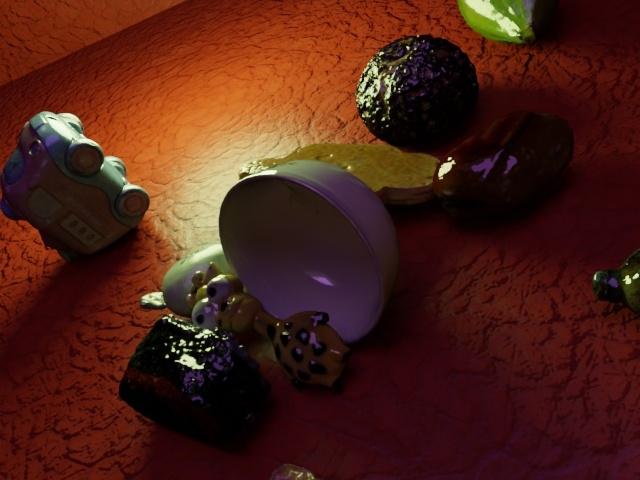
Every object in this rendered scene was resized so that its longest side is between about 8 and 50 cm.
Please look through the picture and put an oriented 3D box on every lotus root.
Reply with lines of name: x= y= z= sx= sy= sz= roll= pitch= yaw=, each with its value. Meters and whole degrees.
lotus root: x=0.423 y=0.048 z=0.727 sx=0.192 sy=0.088 sz=0.113 roll=-9 pitch=34 yaw=22

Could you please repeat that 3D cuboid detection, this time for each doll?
doll: x=-0.083 y=0.121 z=0.889 sx=0.291 sy=0.086 sz=0.117 roll=24 pitch=97 yaw=25
doll: x=-0.165 y=0.055 z=1.034 sx=0.275 sy=0.113 sz=0.155 roll=-36 pitch=19 yaw=-3

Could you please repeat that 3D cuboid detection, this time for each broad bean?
broad bean: x=0.283 y=-0.117 z=0.960 sx=0.228 sy=0.122 sz=0.156 roll=-31 pitch=28 yaw=-11

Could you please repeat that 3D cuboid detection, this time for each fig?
fig: x=0.372 y=-0.510 z=1.265 sx=0.233 sy=0.233 sz=0.314 roll=10 pitch=56 yaw=36

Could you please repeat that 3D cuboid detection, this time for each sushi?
sushi: x=-0.179 y=0.193 z=0.868 sx=0.225 sy=0.136 sz=0.126 roll=2 pitch=44 yaw=40

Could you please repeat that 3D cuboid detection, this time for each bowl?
bowl: x=0.000 y=0.000 z=0.892 sx=0.277 sy=0.277 sz=0.145 roll=6 pitch=36 yaw=34

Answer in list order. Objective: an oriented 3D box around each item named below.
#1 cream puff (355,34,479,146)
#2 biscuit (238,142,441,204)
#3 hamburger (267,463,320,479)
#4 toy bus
cream puff: x=0.179 y=-0.293 z=1.175 sx=0.239 sy=0.165 sz=0.239 roll=-18 pitch=39 yaw=15
biscuit: x=0.030 y=-0.106 z=1.087 sx=0.375 sy=0.051 sz=0.269 roll=5 pitch=28 yaw=19
hamburger: x=-0.033 y=0.307 z=0.729 sx=0.083 sy=0.044 sz=0.076 roll=15 pitch=53 yaw=37
toy bus: x=-0.513 y=-0.100 z=1.260 sx=0.232 sy=0.294 sz=0.197 roll=-44 pitch=44 yaw=-5
